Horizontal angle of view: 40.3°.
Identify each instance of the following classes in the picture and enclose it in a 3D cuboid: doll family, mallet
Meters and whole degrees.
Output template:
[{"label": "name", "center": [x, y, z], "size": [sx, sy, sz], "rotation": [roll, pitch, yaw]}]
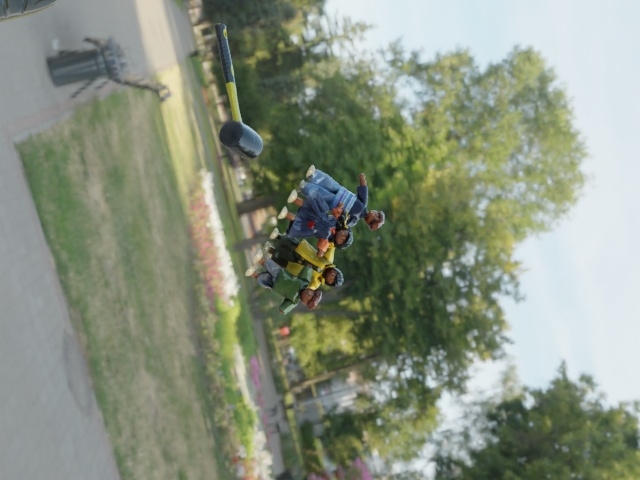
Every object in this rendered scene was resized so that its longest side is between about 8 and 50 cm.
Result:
[{"label": "doll family", "center": [0.000, 0.000, 1.047], "size": [0.193, 0.111, 0.076], "rotation": [-61, 176, 2]}, {"label": "mallet", "center": [-0.120, -0.200, 1.138], "size": [0.062, 0.039, 0.189], "rotation": [11, 63, -69]}]

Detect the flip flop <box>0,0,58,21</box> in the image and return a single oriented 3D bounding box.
[{"label": "flip flop", "center": [-0.282, -0.181, 0.571], "size": [0.277, 0.080, 0.112], "rotation": [-37, 126, -53]}]
